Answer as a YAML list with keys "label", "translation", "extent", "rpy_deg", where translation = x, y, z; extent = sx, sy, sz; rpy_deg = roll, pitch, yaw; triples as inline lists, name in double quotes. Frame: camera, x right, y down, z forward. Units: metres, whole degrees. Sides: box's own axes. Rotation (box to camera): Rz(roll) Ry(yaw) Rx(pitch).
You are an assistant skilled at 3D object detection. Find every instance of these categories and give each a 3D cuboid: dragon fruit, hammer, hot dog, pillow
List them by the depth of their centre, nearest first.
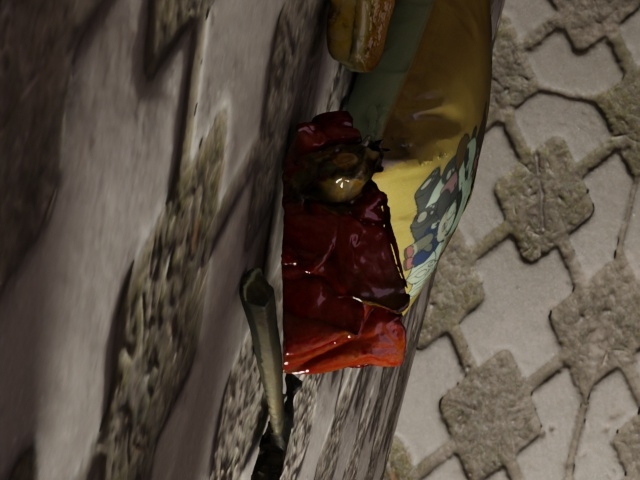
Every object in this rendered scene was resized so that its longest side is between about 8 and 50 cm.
- label: "hot dog"
  translation: [0.038, -0.230, 1.050]
  extent: [0.066, 0.047, 0.215]
  rpy_deg: [-16, 120, -64]
- label: "dragon fruit"
  translation: [0.020, 0.000, 1.080]
  extent: [0.122, 0.092, 0.192]
  rpy_deg: [-6, 95, -87]
- label: "hammer"
  translation: [-0.040, 0.101, 1.127]
  extent: [0.297, 0.027, 0.125]
  rpy_deg: [89, 13, -60]
- label: "pillow"
  translation: [0.084, -0.092, 1.313]
  extent: [0.310, 0.119, 0.312]
  rpy_deg: [85, 22, -54]
